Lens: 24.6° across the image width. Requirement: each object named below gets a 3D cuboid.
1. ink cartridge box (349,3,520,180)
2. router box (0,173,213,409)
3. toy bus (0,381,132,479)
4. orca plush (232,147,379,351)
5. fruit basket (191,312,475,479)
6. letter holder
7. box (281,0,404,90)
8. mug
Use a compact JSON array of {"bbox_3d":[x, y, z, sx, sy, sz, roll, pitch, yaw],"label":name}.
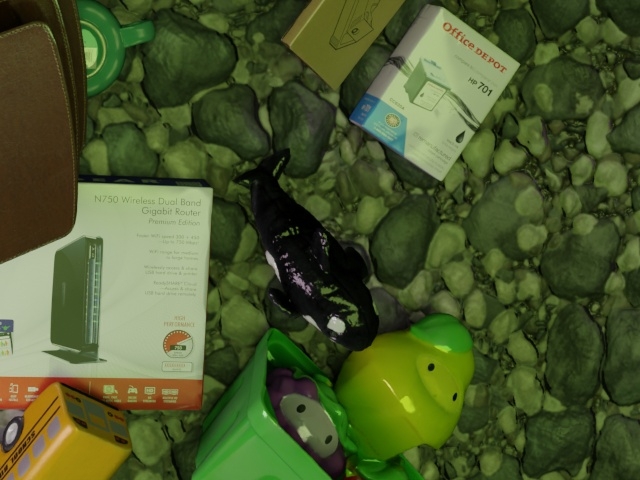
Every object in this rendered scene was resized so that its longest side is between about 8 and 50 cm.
[{"bbox_3d":[0.151,-0.198,1.960,0.139,0.082,0.191,33,94,-16],"label":"ink cartridge box"},{"bbox_3d":[-0.317,0.066,1.911,0.335,0.082,0.301,1,100,-12],"label":"router box"},{"bbox_3d":[-0.383,0.336,1.886,0.108,0.130,0.333,30,107,-32],"label":"toy bus"},{"bbox_3d":[0.000,0.000,1.897,0.151,0.102,0.287,-6,64,-27],"label":"orca plush"},{"bbox_3d":[0.064,0.264,1.952,0.392,0.283,0.392,1,113,2],"label":"fruit basket"},{"bbox_3d":[-0.339,-0.156,1.691,0.214,0.152,0.302,-23,136,-26],"label":"letter holder"},{"bbox_3d":[0.046,-0.303,1.891,0.021,0.164,0.201,38,91,27],"label":"box"},{"bbox_3d":[-0.299,-0.251,1.846,0.129,0.097,0.158,44,90,-16],"label":"mug"}]
